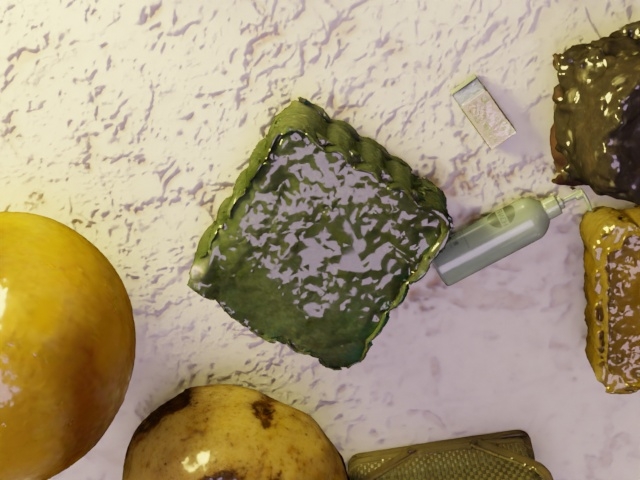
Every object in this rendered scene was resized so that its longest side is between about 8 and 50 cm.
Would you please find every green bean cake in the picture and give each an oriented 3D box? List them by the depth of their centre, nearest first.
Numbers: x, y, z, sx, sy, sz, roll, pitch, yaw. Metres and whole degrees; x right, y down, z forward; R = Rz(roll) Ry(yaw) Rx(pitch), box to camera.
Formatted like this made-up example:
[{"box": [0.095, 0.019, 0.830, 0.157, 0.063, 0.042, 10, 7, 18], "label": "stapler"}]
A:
[{"box": [0.000, 0.000, 1.704, 0.241, 0.132, 0.255, 27, 111, -11], "label": "green bean cake"}, {"box": [0.420, 0.062, 1.739, 0.224, 0.131, 0.230, -4, 109, -2], "label": "green bean cake"}]

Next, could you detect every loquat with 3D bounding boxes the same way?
[{"box": [-0.354, 0.137, 1.661, 0.328, 0.328, 0.359, -21, 136, 7], "label": "loquat"}]

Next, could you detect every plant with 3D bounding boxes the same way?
[{"box": [0.345, -0.137, 1.617, 0.178, 0.234, 0.204, -5, 107, -8], "label": "plant"}]

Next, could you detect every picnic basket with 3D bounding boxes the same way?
[{"box": [0.159, 0.352, 1.844, 0.266, 0.139, 0.165, -8, 112, 2], "label": "picnic basket"}]

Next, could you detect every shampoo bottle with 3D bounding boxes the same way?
[{"box": [0.223, -0.013, 1.744, 0.195, 0.056, 0.056, -29, 110, 9], "label": "shampoo bottle"}]

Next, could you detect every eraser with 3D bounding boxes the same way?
[{"box": [0.187, -0.148, 1.706, 0.038, 0.019, 0.083, -33, 109, 13], "label": "eraser"}]

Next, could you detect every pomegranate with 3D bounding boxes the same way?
[{"box": [-0.107, 0.308, 1.761, 0.281, 0.281, 0.281, 0, 112, -1], "label": "pomegranate"}]
